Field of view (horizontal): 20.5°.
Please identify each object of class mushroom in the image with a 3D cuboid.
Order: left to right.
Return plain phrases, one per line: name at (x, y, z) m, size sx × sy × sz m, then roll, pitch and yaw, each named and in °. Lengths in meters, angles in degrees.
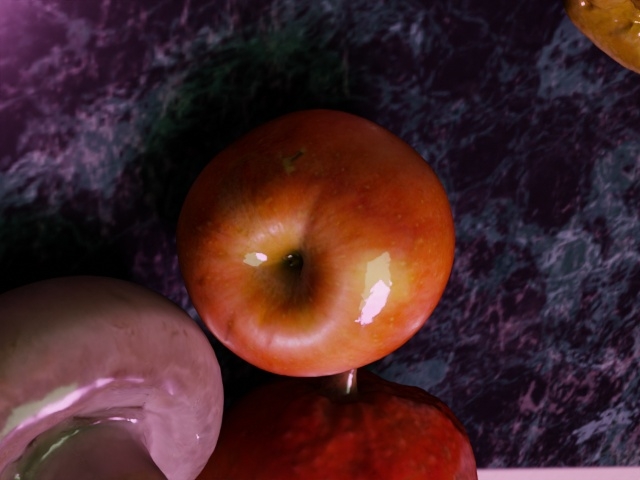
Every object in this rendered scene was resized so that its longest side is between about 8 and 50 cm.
mushroom at (-0.139, 0.127, 1.026) m, size 0.204 × 0.204 × 0.204 m, roll -21°, pitch 135°, yaw -23°

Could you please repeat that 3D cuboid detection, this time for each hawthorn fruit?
hawthorn fruit at (0.008, 0.167, 1.183) m, size 0.205 × 0.205 × 0.253 m, roll -19°, pitch 124°, yaw -24°

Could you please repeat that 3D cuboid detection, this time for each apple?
apple at (0.000, 0.000, 1.053) m, size 0.163 × 0.163 × 0.139 m, roll -61°, pitch 172°, yaw 20°

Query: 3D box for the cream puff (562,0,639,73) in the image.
cream puff at (0.242, -0.175, 1.082) m, size 0.194 × 0.195 × 0.221 m, roll -31°, pitch 135°, yaw -12°
